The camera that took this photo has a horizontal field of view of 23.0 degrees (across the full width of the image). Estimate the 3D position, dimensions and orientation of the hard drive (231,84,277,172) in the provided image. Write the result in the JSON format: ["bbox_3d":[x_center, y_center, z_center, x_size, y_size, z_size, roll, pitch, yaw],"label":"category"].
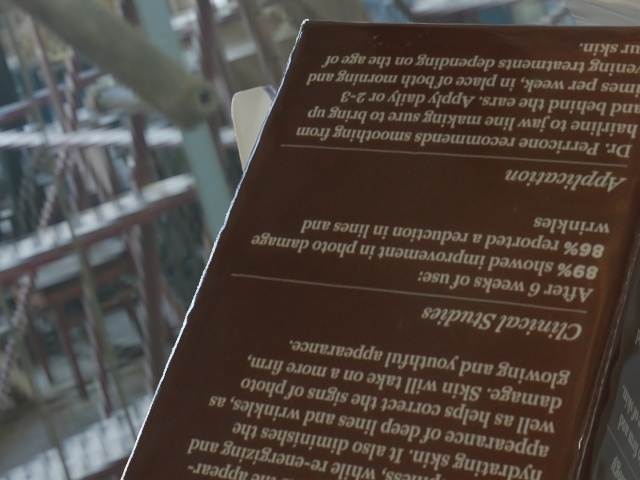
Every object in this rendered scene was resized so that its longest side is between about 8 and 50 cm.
[{"bbox_3d":[0.000,0.000,1.324,0.040,0.210,0.319,-13,-7,10],"label":"hard drive"}]

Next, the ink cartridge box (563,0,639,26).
[{"bbox_3d":[0.347,-0.216,1.169,0.270,0.198,0.197,19,-2,23],"label":"ink cartridge box"}]

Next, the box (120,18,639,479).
[{"bbox_3d":[0.038,0.098,0.645,0.191,0.143,0.381,6,60,29],"label":"box"}]
